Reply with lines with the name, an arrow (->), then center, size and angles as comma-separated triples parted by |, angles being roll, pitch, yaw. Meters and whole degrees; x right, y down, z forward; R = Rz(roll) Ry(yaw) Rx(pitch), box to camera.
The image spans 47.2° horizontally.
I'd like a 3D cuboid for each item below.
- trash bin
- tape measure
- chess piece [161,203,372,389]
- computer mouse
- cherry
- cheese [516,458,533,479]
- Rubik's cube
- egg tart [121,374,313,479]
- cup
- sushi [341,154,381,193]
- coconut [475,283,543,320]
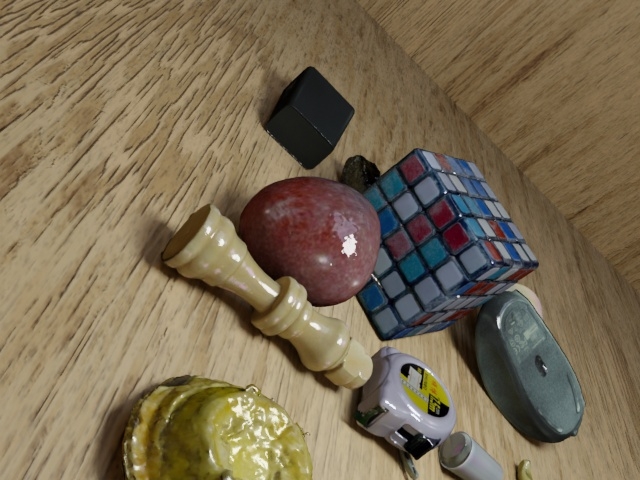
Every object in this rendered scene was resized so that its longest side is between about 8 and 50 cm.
trash bin -> -0.026, -0.285, 1.725 | 0.165, 0.115, 0.225 | 44, 31, -15
tape measure -> 0.147, 0.290, 1.276 | 0.178, 0.105, 0.196 | 40, 27, -5
chess piece -> -0.066, 0.109, 1.170 | 0.397, 0.117, 0.117 | 42, 28, -21
computer mouse -> 0.464, 0.286, 1.667 | 0.203, 0.114, 0.374 | -32, 96, -32
cherry -> 0.000, 0.000, 1.289 | 0.285, 0.213, 0.236 | 33, 15, -10
cheese -> 0.424, 0.487, 1.503 | 0.030, 0.044, 0.083 | 25, 35, -12
Rubik's cube -> 0.231, 0.012, 1.541 | 0.293, 0.292, 0.287 | 4, 53, -57
egg tart -> -0.106, 0.274, 0.896 | 0.290, 0.115, 0.290 | 37, 28, -24
cup -> 0.275, 0.406, 1.365 | 0.116, 0.074, 0.104 | 41, 0, -26
sushi -> 0.100, -0.133, 1.740 | 0.078, 0.090, 0.150 | 24, 39, -36
coconut -> 0.465, 0.182, 1.823 | 0.171, 0.171, 0.183 | 38, 32, -23
